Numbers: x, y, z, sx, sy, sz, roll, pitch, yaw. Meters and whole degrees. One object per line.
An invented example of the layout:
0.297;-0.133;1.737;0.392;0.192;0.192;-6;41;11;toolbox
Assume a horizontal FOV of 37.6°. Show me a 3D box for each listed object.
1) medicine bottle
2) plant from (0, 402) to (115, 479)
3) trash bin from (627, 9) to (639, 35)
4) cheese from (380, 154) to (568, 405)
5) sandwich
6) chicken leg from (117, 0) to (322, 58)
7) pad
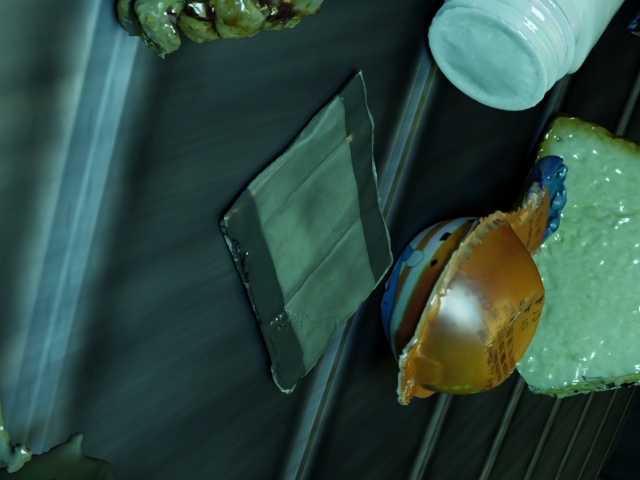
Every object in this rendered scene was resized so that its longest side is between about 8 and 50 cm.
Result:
0.220;-0.260;0.810;0.324;0.124;0.179;-51;151;-22;medicine bottle
-0.179;0.142;0.370;0.234;0.178;0.204;-44;146;-25;plant
0.481;-0.364;1.165;0.162;0.184;0.235;-52;139;-29;trash bin
0.172;0.039;0.970;0.329;0.129;0.217;-46;149;-32;cheese
0.336;0.039;1.120;0.325;0.262;0.131;-65;155;1;sandwich
-0.071;-0.148;0.441;0.196;0.080;0.125;-19;120;-45;chicken leg
0.001;0.000;0.747;0.174;0.022;0.233;-49;149;-27;pad
